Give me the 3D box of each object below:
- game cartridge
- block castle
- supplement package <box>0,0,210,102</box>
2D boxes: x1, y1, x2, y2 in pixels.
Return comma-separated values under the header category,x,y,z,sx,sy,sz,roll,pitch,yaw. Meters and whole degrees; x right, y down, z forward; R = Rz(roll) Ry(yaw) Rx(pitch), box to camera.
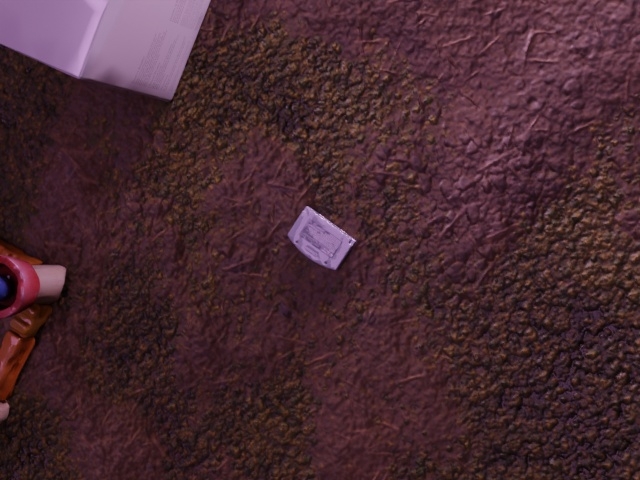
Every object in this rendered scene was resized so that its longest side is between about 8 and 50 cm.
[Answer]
category,x,y,z,sx,sy,sz,roll,pitch,yaw
game cartridge,0.000,0.000,1.738,0.083,0.017,0.056,36,97,15
block castle,-0.614,0.068,1.843,0.453,0.213,0.303,30,99,16
supplement package,-0.294,-0.318,1.707,0.198,0.263,0.199,24,97,17
